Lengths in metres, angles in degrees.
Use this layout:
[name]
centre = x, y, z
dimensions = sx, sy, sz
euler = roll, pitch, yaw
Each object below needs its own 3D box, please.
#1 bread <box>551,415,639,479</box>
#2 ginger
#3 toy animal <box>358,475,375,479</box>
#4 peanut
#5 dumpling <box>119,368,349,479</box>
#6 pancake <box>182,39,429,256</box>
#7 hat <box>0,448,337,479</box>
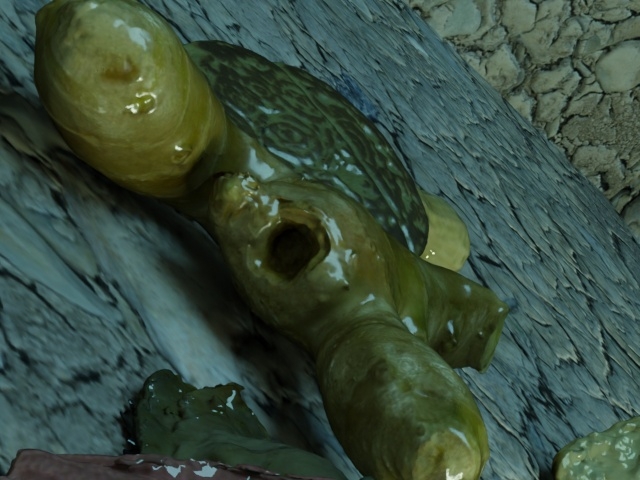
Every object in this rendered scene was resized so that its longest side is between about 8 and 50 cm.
[bread]
centre = 0.312, 0.270, 1.360
dimensions = 0.183, 0.224, 0.211
euler = 54, -28, 42
[ginger]
centre = -0.021, 0.002, 0.995
dimensions = 0.363, 0.122, 0.348
euler = 41, 4, 6
[toy animal]
centre = 0.091, 0.228, 0.813
dimensions = 0.176, 0.073, 0.217
euler = 29, 29, -41
[peanut]
centre = 0.060, -0.021, 1.349
dimensions = 0.187, 0.082, 0.082
euler = 31, 23, -49
[dumpling]
centre = -0.001, 0.158, 0.688
dimensions = 0.332, 0.086, 0.166
euler = 54, 11, 33
[pancake]
centre = -0.021, -0.070, 1.211
dimensions = 0.250, 0.031, 0.250
euler = 30, 31, -20
[hat]
centre = 0.023, 0.173, 0.549
dimensions = 0.286, 0.107, 0.236
euler = 5, 46, -23
